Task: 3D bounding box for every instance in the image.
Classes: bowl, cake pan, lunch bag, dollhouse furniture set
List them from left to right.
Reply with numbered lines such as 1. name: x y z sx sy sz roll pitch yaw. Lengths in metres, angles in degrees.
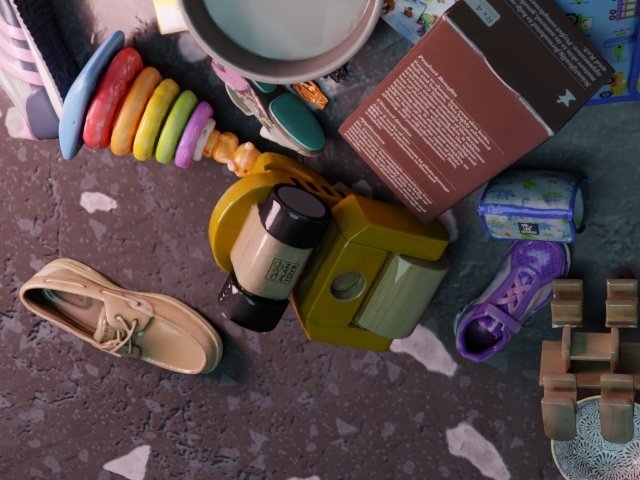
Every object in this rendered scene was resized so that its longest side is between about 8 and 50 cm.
1. cake pan: -0.054 -0.361 1.724 0.293 0.054 0.293 3 112 8
2. lunch bag: 0.292 -0.046 1.725 0.128 0.151 0.096 3 96 18
3. bowl: 0.426 0.286 1.841 0.170 0.080 0.170 6 111 17
4. dollhouse furniture set: 0.427 0.185 1.741 0.242 0.212 0.161 0 139 15
5. lunch bag: 0.414 -0.279 1.586 0.293 0.138 0.221 3 141 10

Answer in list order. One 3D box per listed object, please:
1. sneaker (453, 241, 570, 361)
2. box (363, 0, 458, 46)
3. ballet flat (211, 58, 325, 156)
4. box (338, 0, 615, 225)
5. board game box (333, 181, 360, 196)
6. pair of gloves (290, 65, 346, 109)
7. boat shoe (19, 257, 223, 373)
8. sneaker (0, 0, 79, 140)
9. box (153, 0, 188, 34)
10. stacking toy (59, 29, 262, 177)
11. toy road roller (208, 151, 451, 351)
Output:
1. sneaker: 0.269 0.089 1.815 0.095 0.104 0.236 38 116 5
2. box: 0.148 -0.357 1.731 0.233 0.044 0.159 42 118 2
3. ballet flat: -0.080 -0.200 1.865 0.221 0.077 0.079 50 136 3
4. box: 0.184 -0.176 1.622 0.191 0.143 0.381 48 157 -1
5. board game box: 0.029 0.002 1.915 0.103 0.026 0.154 35 117 6
6. pair of gloves: -0.005 -0.240 1.849 0.074 0.010 0.083 39 115 5
7. boat shoe: -0.324 0.140 2.049 0.341 0.110 0.122 21 115 12
8. sneaker: -0.471 -0.301 1.943 0.131 0.112 0.319 -16 102 21
9. box: -0.203 -0.399 1.848 0.105 0.043 0.179 -5 109 22
10. stacking toy: -0.220 -0.170 1.890 0.301 0.166 0.175 23 131 -1
11. toy road roller: 0.000 0.000 1.828 0.329 0.241 0.203 14 119 -26
